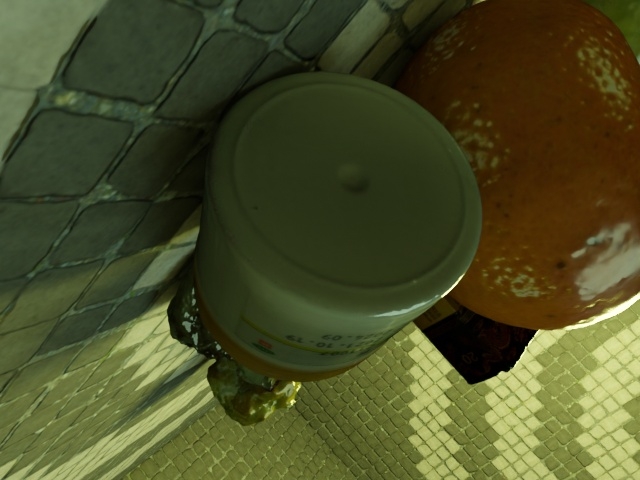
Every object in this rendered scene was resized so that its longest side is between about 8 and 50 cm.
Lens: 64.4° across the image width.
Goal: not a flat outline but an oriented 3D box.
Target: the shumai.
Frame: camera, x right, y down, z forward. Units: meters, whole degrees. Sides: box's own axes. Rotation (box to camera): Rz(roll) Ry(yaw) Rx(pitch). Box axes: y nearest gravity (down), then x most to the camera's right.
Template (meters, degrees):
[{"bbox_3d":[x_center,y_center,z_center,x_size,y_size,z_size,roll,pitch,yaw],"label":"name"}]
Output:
[{"bbox_3d":[-0.075,0.096,0.730,0.189,0.218,0.256,-39,175,40],"label":"shumai"}]

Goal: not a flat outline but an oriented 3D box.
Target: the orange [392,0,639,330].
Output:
[{"bbox_3d":[0.249,-0.090,0.663,0.326,0.423,0.424,-19,-178,26],"label":"orange"}]

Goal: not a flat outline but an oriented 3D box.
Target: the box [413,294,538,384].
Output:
[{"bbox_3d":[0.219,0.010,0.900,0.264,0.415,0.116,-36,172,-37],"label":"box"}]

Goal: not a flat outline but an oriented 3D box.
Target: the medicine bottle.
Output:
[{"bbox_3d":[0.000,0.000,0.500,0.238,0.238,0.232,-38,169,-28],"label":"medicine bottle"}]

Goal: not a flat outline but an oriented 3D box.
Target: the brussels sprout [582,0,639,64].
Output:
[{"bbox_3d":[0.548,-0.394,0.928,0.344,0.268,0.344,-48,169,-13],"label":"brussels sprout"}]

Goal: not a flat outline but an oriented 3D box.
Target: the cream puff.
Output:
[{"bbox_3d":[-0.165,0.366,1.376,0.282,0.282,0.185,-44,144,6],"label":"cream puff"}]
